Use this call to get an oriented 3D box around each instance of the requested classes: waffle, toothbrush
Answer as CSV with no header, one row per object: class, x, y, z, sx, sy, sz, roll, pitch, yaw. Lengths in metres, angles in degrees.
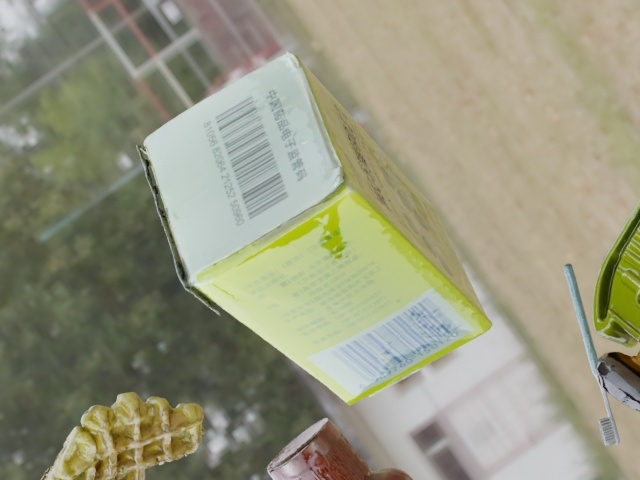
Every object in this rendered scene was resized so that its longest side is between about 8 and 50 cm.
waffle,-0.183,0.223,1.566,0.149,0.194,0.051,20,-163,-36
toothbrush,0.234,0.100,1.487,0.011,0.014,0.167,-156,50,-79

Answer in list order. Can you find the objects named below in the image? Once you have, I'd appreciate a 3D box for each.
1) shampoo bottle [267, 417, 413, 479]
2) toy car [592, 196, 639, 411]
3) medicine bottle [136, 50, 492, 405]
shampoo bottle,0.080,0.291,1.450,0.314,0.118,0.076,50,-156,-6
toy car,0.303,0.055,1.138,0.142,0.200,0.248,20,-161,-36
medicine bottle,0.000,0.000,1.221,0.250,0.141,0.137,44,-159,-51
